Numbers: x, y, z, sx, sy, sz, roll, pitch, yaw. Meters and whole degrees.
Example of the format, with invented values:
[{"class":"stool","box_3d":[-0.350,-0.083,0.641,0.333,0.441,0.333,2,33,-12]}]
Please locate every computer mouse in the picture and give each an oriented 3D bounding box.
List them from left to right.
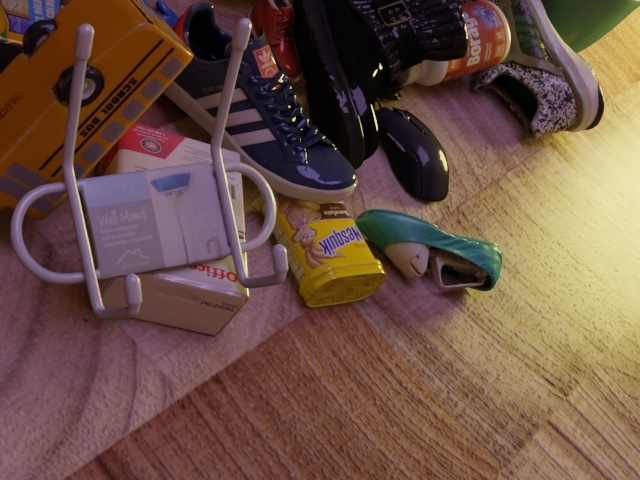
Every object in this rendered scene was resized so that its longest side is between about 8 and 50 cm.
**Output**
[{"class":"computer mouse","box_3d":[0.111,-0.180,1.824,0.184,0.060,0.262,1,53,-37]}]

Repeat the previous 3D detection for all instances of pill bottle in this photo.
[{"class":"pill bottle","box_3d":[0.214,-0.338,1.976,0.216,0.121,0.121,-21,67,-27]}]

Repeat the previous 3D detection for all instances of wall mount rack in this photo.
[{"class":"wall mount rack","box_3d":[-0.168,-0.080,1.260,0.350,0.130,0.304,-11,89,-40]}]

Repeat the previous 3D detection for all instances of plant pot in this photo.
[{"class":"plant pot","box_3d":[0.467,-0.496,2.244,0.293,0.235,0.293,20,44,-21]}]

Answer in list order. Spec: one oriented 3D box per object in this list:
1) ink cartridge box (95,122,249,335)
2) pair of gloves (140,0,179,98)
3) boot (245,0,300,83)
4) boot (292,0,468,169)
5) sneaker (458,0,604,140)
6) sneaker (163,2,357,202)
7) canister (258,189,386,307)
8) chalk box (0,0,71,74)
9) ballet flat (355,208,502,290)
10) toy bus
[{"class":"ink cartridge box","box_3d":[-0.188,-0.016,1.417,0.172,0.100,0.237,15,47,-26]},{"class":"pair of gloves","box_3d":[-0.249,-0.290,1.680,0.159,0.023,0.198,36,40,-5]},{"class":"boot","box_3d":[-0.065,-0.326,1.805,0.059,0.084,0.158,-4,58,-41]},{"class":"boot","box_3d":[0.111,-0.270,1.766,0.260,0.131,0.347,-5,61,-13]},{"class":"sneaker","box_3d":[0.341,-0.348,2.099,0.182,0.158,0.410,-28,70,-28]},{"class":"sneaker","box_3d":[-0.079,-0.195,1.555,0.350,0.148,0.131,38,37,12]},{"class":"canister","box_3d":[0.000,0.000,1.570,0.126,0.073,0.170,-6,57,-39]},{"class":"chalk box","box_3d":[-0.397,-0.243,1.404,0.289,0.180,0.179,12,48,-31]},{"class":"ballet flat","box_3d":[0.165,0.023,1.672,0.247,0.083,0.087,16,60,-23]},{"class":"toy bus","box_3d":[-0.309,-0.138,1.288,0.108,0.332,0.130,49,9,33]}]
